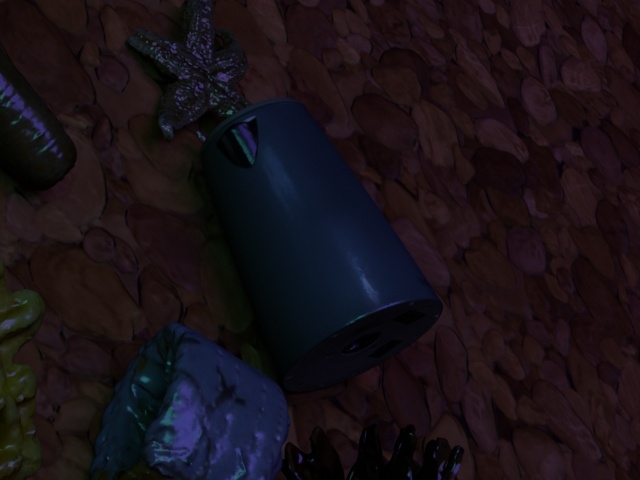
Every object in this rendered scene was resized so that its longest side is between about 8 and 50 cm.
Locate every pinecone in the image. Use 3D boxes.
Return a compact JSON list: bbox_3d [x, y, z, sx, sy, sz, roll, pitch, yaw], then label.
[{"bbox_3d":[0.046,0.234,1.123,0.207,0.207,0.208,28,44,-31],"label":"pinecone"}]

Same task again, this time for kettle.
[{"bbox_3d":[0.000,0.000,1.306,0.210,0.160,0.243,20,39,-62],"label":"kettle"}]

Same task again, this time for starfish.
[{"bbox_3d":[-0.118,-0.163,1.356,0.150,0.053,0.210,31,41,-7],"label":"starfish"}]

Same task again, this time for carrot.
[{"bbox_3d":[-0.314,-0.183,1.123,0.342,0.070,0.070,55,36,-15],"label":"carrot"}]

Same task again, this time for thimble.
[{"bbox_3d":[-0.098,0.152,1.080,0.118,0.127,0.151,34,46,-23],"label":"thimble"}]

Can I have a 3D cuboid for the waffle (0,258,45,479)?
[{"bbox_3d":[-0.290,0.119,0.861,0.307,0.060,0.312,25,67,-49],"label":"waffle"}]
